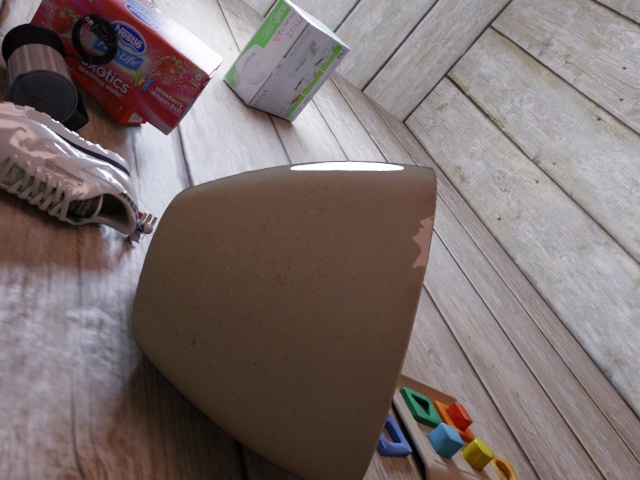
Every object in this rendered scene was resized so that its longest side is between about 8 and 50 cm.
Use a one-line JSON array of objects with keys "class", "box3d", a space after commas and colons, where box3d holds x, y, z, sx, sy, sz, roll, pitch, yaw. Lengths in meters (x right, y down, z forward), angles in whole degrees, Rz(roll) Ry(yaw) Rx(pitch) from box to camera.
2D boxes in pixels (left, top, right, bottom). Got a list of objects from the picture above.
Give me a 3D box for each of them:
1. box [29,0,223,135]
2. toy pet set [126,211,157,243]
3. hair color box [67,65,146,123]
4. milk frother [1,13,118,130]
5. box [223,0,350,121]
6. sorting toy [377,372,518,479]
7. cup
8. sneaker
[{"class": "box", "box3d": [-0.298, -0.302, 0.978, 0.256, 0.128, 0.123, 36, 24, -14]}, {"class": "toy pet set", "box3d": [-0.182, 0.020, 0.790, 0.122, 0.065, 0.114, 32, -13, -33]}, {"class": "hair color box", "box3d": [-0.347, -0.255, 1.040, 0.141, 0.043, 0.072, 45, 21, 8]}, {"class": "milk frother", "box3d": [-0.349, -0.240, 0.859, 0.129, 0.143, 0.135, 27, 25, -46]}, {"class": "box", "box3d": [-0.086, -0.467, 1.659, 0.127, 0.262, 0.231, 49, 22, 22]}, {"class": "sorting toy", "box3d": [0.193, 0.284, 0.932, 0.347, 0.047, 0.196, 30, 23, -32]}, {"class": "cup", "box3d": [-0.045, 0.060, 0.633, 0.236, 0.331, 0.331, 14, 21, 1]}, {"class": "sneaker", "box3d": [-0.303, -0.074, 0.693, 0.235, 0.090, 0.095, 18, 40, -47]}]
